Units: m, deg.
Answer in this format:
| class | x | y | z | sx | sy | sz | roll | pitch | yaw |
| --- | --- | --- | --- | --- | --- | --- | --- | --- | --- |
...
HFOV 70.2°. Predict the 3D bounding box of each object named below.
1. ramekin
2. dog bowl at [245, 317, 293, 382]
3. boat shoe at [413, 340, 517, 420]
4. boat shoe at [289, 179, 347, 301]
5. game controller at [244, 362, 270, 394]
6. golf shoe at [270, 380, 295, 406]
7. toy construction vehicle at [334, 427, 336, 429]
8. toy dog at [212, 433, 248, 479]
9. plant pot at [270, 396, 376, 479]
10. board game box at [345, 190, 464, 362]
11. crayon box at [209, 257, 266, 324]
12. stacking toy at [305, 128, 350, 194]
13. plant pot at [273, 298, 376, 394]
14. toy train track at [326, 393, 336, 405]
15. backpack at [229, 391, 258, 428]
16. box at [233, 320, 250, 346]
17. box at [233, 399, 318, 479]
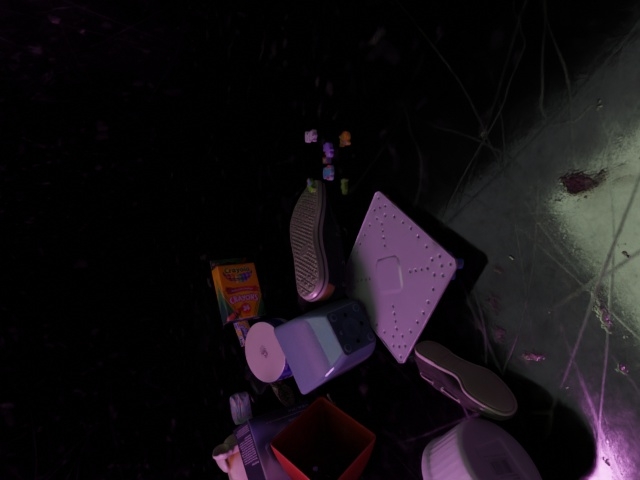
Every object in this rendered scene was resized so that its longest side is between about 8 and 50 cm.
| class | x | y | z | sx | sy | sz | roll | pitch | yaw |
| --- | --- | --- | --- | --- | --- | --- | --- | --- | --- |
| ramekin | 0.394 | 0.567 | 1.085 | 0.277 | 0.277 | 0.135 | 55 | 125 | 35 |
| dog bowl | -0.207 | 0.477 | 1.983 | 0.264 | 0.104 | 0.265 | 1 | 91 | 42 |
| boat shoe | 0.383 | 0.385 | 1.224 | 0.335 | 0.112 | 0.096 | 31 | 135 | 55 |
| boat shoe | 0.000 | 0.000 | 1.635 | 0.186 | 0.156 | 0.500 | -38 | 44 | 38 |
| game controller | -0.281 | 0.615 | 2.196 | 0.166 | 0.067 | 0.319 | 48 | 132 | 21 |
| golf shoe | -0.168 | 0.678 | 2.042 | 0.186 | 0.067 | 0.086 | 46 | 158 | 38 |
| toy construction vehicle | 0.048 | 0.725 | 1.764 | 0.098 | 0.035 | 0.086 | 48 | 130 | 40 |
| toy dog | -0.331 | 1.114 | 2.103 | 0.395 | 0.284 | 0.408 | -30 | 77 | 57 |
| plant pot | 0.014 | 0.779 | 1.618 | 0.267 | 0.267 | 0.236 | 25 | 131 | 37 |
| board game box | 0.230 | 0.106 | 1.419 | 0.390 | 0.050 | 0.390 | 51 | 132 | 43 |
| crayon box | -0.398 | 0.226 | 2.181 | 0.081 | 0.202 | 0.319 | -36 | 66 | 49 |
| stacking toy | 0.031 | -0.271 | 1.571 | 0.052 | 0.166 | 0.221 | 2 | 95 | 54 |
| plant pot | 0.038 | 0.328 | 1.524 | 0.252 | 0.247 | 0.248 | -43 | 69 | 49 |
| toy train track | 0.050 | 0.630 | 1.772 | 0.083 | 0.014 | 0.048 | 49 | 138 | 47 |
| backpack | -0.396 | 0.866 | 2.321 | 0.152 | 0.115 | 0.182 | -39 | 60 | 51 |
| box | -0.397 | 0.451 | 2.323 | 0.054 | 0.059 | 0.169 | -54 | 52 | 43 |
| box | -0.149 | 0.843 | 1.829 | 0.183 | 0.296 | 0.294 | -49 | 57 | 44 |
